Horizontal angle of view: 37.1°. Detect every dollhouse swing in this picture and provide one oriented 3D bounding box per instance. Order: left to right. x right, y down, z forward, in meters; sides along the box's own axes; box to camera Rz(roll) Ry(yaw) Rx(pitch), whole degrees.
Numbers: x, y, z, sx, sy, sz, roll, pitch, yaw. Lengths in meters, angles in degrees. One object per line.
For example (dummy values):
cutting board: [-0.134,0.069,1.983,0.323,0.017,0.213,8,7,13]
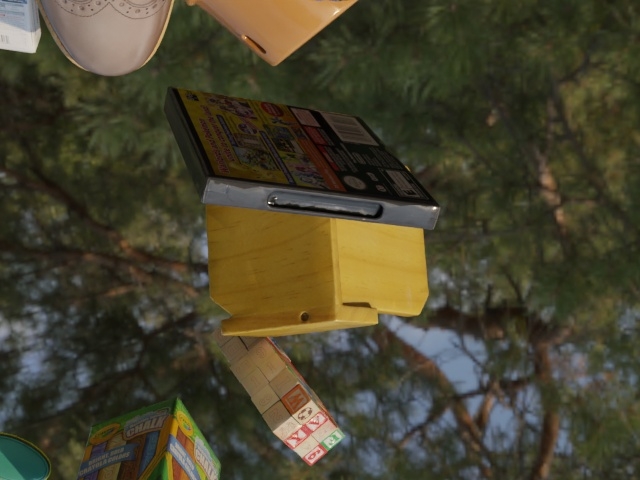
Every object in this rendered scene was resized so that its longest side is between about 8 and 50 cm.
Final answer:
dollhouse swing: [0.000,0.000,1.778,0.315,0.347,0.305,-9,168,22]

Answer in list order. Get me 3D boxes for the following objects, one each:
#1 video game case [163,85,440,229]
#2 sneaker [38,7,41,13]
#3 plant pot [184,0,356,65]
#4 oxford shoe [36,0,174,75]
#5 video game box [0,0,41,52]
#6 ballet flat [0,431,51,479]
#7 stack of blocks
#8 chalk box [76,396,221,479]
video game case: [-0.031,-0.095,1.052,0.248,0.035,0.275,6,-155,-21]
sneaker: [-0.406,-0.334,1.225,0.162,0.073,0.063,24,-159,-10]
plant pot: [-0.051,-0.387,1.348,0.291,0.203,0.291,-38,-171,7]
oxford shoe: [-0.141,-0.239,0.584,0.129,0.364,0.133,-3,-135,-10]
video game box: [-0.449,-0.322,1.146,0.205,0.187,0.048,8,-126,-6]
ballet flat: [-0.570,0.356,1.612,0.231,0.077,0.077,18,166,-14]
stack of blocks: [-0.091,0.261,1.793,0.087,0.171,0.297,-39,-131,-3]
chalk box: [-0.289,0.402,1.628,0.179,0.180,0.289,-20,-150,13]
